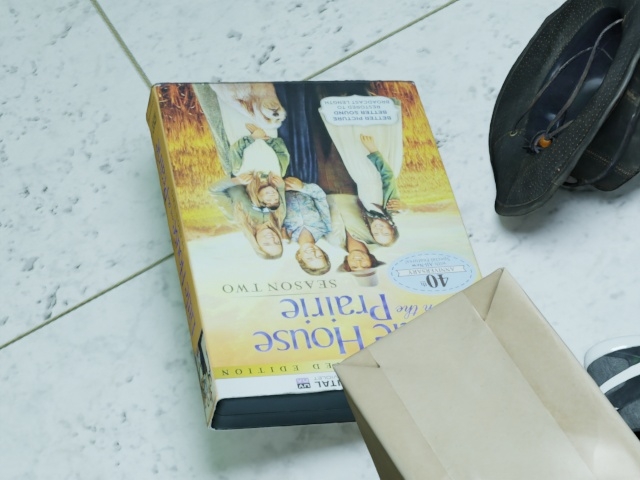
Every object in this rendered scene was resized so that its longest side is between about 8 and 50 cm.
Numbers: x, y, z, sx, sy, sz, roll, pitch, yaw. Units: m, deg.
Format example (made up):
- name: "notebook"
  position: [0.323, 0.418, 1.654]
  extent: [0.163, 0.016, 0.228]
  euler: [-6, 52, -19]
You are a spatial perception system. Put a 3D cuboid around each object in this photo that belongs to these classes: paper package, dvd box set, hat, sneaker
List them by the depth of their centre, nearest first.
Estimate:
- name: "paper package"
  position: [0.175, 0.239, 1.328]
  extent: [0.168, 0.325, 0.309]
  euler: [-29, 51, -7]
- name: "sneaker"
  position: [0.365, 0.140, 1.522]
  extent: [0.217, 0.079, 0.121]
  euler: [-16, 52, 14]
- name: "dvd box set"
  position: [0.000, 0.000, 1.661]
  extent: [0.308, 0.062, 0.420]
  euler: [-2, 50, -15]
- name: "hat"
  position: [0.307, -0.151, 1.709]
  extent: [0.134, 0.331, 0.331]
  euler: [25, 53, -14]
